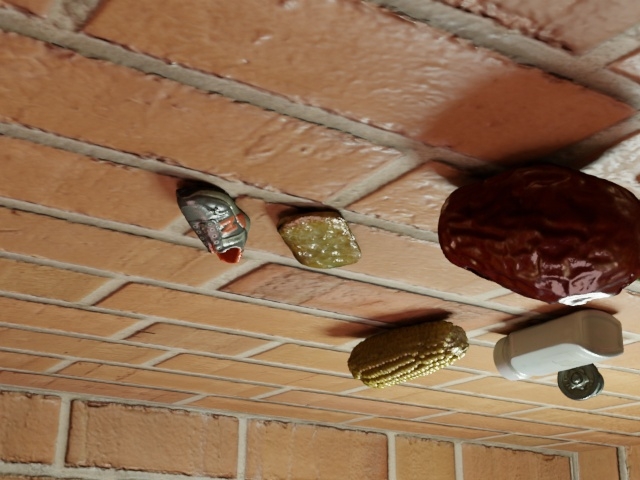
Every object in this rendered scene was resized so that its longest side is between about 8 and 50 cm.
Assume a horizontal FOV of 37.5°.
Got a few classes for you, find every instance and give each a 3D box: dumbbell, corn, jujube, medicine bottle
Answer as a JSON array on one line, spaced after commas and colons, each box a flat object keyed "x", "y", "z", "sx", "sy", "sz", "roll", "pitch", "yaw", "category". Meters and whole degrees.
[{"x": 0.699, "y": 0.373, "z": 2.489, "sx": 0.110, "sy": 0.110, "sz": 0.254, "roll": -8, "pitch": 165, "yaw": 24, "category": "dumbbell"}, {"x": 0.193, "y": 0.260, "z": 2.155, "sx": 0.130, "sy": 0.130, "sz": 0.347, "roll": 17, "pitch": 152, "yaw": -38, "category": "corn"}, {"x": 0.307, "y": -0.007, "z": 1.300, "sx": 0.290, "sy": 0.197, "sz": 0.197, "roll": 7, "pitch": 166, "yaw": 33, "category": "jujube"}, {"x": 0.517, "y": 0.235, "z": 2.091, "sx": 0.161, "sy": 0.111, "sz": 0.296, "roll": 12, "pitch": 156, "yaw": -25, "category": "medicine bottle"}]

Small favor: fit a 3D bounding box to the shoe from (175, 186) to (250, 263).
[{"x": -0.163, "y": -0.022, "z": 1.453, "sx": 0.074, "sy": 0.077, "sz": 0.194, "roll": -5, "pitch": 160, "yaw": 18, "category": "shoe"}]

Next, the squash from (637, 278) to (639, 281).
[{"x": 0.654, "y": 0.061, "z": 1.654, "sx": 0.224, "sy": 0.094, "sz": 0.094, "roll": 0, "pitch": 163, "yaw": 32, "category": "squash"}]

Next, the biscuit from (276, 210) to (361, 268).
[{"x": 0.000, "y": 0.000, "z": 1.582, "sx": 0.118, "sy": 0.029, "sz": 0.247, "roll": -9, "pitch": 159, "yaw": 8, "category": "biscuit"}]
